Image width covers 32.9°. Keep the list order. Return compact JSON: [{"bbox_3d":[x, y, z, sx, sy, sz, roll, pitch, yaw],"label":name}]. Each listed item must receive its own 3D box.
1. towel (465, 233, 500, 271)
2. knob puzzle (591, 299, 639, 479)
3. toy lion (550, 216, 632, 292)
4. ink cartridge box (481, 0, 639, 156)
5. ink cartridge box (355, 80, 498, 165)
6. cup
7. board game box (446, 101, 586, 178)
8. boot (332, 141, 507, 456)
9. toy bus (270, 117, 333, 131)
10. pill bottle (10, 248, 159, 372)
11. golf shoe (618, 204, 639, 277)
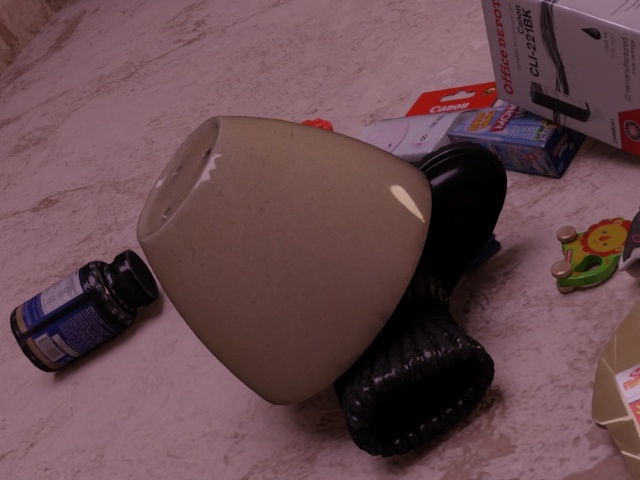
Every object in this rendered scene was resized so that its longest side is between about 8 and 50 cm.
[{"bbox_3d":[0.177,0.001,1.418,0.067,0.029,0.119,-42,29,-11],"label":"towel"},{"bbox_3d":[0.345,0.130,1.016,0.213,0.030,0.213,-20,45,21],"label":"knob puzzle"},{"bbox_3d":[0.320,0.012,1.253,0.096,0.034,0.100,-8,38,27],"label":"toy lion"},{"bbox_3d":[0.342,-0.239,1.351,0.114,0.197,0.273,-40,46,-20],"label":"ink cartridge box"},{"bbox_3d":[0.162,-0.187,1.697,0.189,0.066,0.232,-1,47,46],"label":"ink cartridge box"},{"bbox_3d":[-0.068,-0.010,1.252,0.331,0.237,0.331,-44,26,28],"label":"cup"},{"bbox_3d":[0.286,-0.168,1.529,0.194,0.060,0.194,1,44,46],"label":"board game box"},{"bbox_3d":[0.130,0.062,1.235,0.348,0.131,0.260,-54,22,5],"label":"boot"},{"bbox_3d":[-0.088,-0.143,1.817,0.211,0.149,0.220,-30,23,-19],"label":"toy bus"},{"bbox_3d":[-0.375,0.109,1.739,0.219,0.123,0.123,-31,29,7],"label":"pill bottle"},{"bbox_3d":[0.413,0.030,1.084,0.120,0.105,0.273,-59,30,8],"label":"golf shoe"}]
